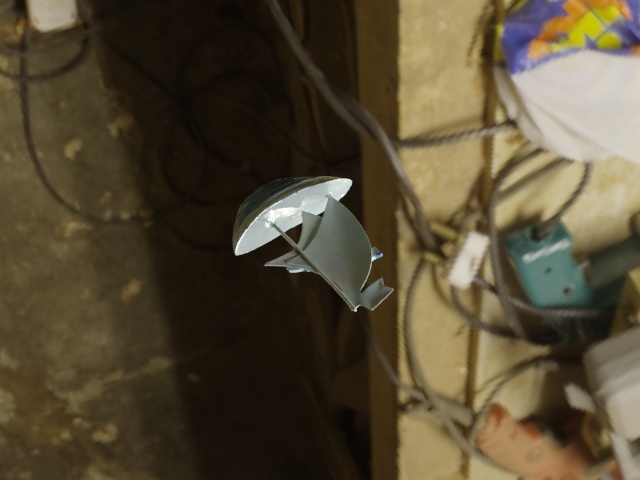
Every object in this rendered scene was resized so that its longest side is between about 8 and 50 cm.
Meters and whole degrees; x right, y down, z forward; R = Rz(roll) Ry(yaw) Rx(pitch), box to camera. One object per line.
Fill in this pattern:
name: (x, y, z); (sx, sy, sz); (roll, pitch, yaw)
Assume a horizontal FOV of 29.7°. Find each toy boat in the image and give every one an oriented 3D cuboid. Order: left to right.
toy boat: (0.003, -0.009, 0.936); (0.105, 0.149, 0.034); (-52, 146, -28)
